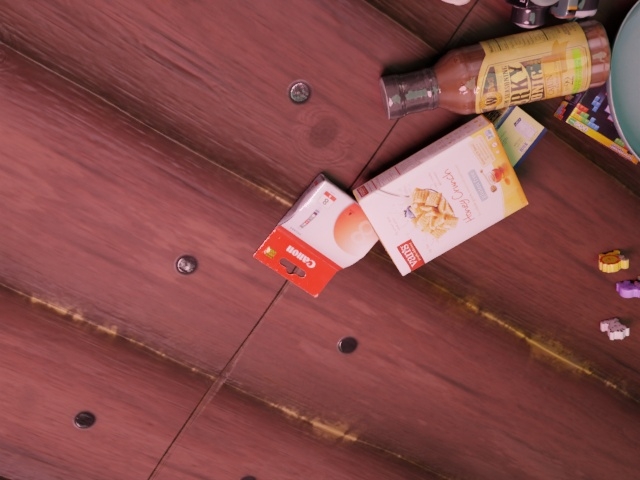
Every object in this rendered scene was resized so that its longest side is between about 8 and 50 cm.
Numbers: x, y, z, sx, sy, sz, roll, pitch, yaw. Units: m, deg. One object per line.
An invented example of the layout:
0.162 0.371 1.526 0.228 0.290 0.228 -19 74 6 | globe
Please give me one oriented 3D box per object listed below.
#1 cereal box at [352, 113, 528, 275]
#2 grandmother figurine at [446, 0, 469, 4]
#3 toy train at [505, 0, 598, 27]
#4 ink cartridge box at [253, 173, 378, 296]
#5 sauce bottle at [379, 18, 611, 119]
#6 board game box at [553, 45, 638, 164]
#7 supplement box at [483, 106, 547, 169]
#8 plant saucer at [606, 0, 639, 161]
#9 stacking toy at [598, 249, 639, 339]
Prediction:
0.194 -0.069 1.367 0.240 0.047 0.173 -31 123 4 | cereal box
0.233 -0.458 1.151 0.104 0.207 0.342 28 142 1 | grandmother figurine
0.360 -0.478 1.238 0.190 0.142 0.333 -8 116 -22 | toy train
0.000 0.000 1.404 0.145 0.045 0.179 35 98 -25 | ink cartridge box
0.265 -0.254 1.317 0.345 0.111 0.111 -13 117 2 | sauce bottle
0.500 -0.227 1.431 0.170 0.048 0.141 24 107 -23 | board game box
0.306 -0.178 1.396 0.083 0.056 0.083 31 103 -25 | supplement box
0.580 -0.256 1.391 0.318 0.044 0.317 -2 94 -25 | plant saucer
0.624 0.082 1.601 0.221 0.052 0.166 -15 117 -9 | stacking toy
